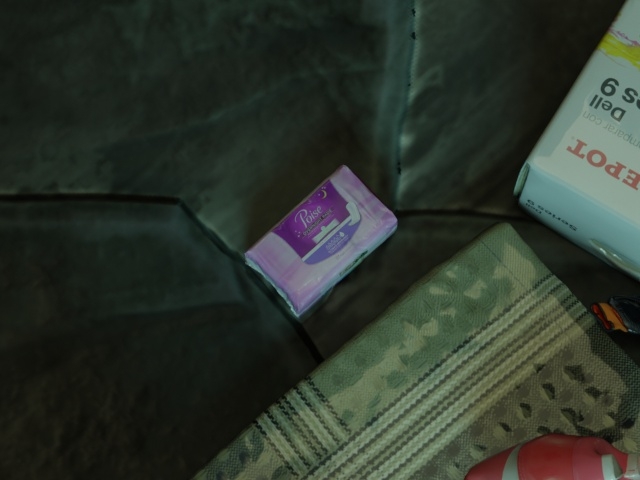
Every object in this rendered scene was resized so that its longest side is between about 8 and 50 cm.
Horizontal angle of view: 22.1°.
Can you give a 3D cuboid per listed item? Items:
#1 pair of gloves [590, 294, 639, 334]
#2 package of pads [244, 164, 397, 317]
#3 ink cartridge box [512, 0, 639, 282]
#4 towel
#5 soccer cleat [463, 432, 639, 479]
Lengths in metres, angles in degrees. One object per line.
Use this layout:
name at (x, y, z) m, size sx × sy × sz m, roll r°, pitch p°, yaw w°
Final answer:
pair of gloves at (0.194, 0.062, 0.924) m, size 0.083 × 0.074 × 0.010 m, roll 53°, pitch 124°, yaw 26°
package of pads at (0.000, 0.000, 0.967) m, size 0.083 × 0.032 × 0.050 m, roll -42°, pitch 78°, yaw -9°
ink cartridge box at (0.231, -0.078, 0.947) m, size 0.154 × 0.093 × 0.212 m, roll 32°, pitch 80°, yaw 10°
towel at (0.087, 0.196, 0.908) m, size 0.324 × 0.056 × 0.312 m, roll -39°, pitch 73°, yaw -6°
soccer cleat at (0.132, 0.222, 0.835) m, size 0.095 × 0.083 × 0.248 m, roll -14°, pitch 75°, yaw 32°
